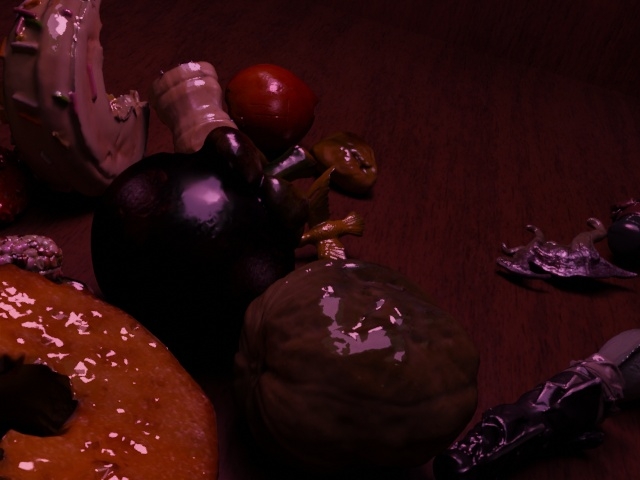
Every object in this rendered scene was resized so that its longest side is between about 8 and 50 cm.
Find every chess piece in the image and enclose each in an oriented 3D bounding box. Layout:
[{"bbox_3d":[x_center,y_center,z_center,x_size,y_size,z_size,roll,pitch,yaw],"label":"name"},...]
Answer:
[{"bbox_3d":[-0.198,-0.167,1.599,0.137,0.137,0.300,-13,71,-42],"label":"chess piece"}]

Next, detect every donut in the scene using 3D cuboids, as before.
[{"bbox_3d":[-0.297,0.199,0.905,0.435,0.163,0.378,37,21,23],"label":"donut"},{"bbox_3d":[-0.415,-0.231,1.499,0.150,0.371,0.307,0,57,9],"label":"donut"}]

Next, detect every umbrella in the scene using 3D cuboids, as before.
[{"bbox_3d":[0.296,0.256,1.203,0.358,0.113,0.106,-17,15,-38],"label":"umbrella"}]

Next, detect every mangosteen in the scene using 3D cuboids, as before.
[{"bbox_3d":[-0.165,-0.005,1.216,0.297,0.313,0.296,18,35,-13],"label":"mangosteen"}]

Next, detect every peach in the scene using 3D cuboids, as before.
[{"bbox_3d":[-0.101,-0.278,1.881,0.198,0.197,0.197,12,28,-7],"label":"peach"}]

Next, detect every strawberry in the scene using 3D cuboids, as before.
[{"bbox_3d":[-0.552,-0.115,1.432,0.190,0.111,0.236,18,27,10],"label":"strawberry"}]

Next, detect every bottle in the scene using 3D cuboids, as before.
[{"bbox_3d":[0.702,-0.035,1.892,0.156,0.143,0.271,35,35,32],"label":"bottle"}]

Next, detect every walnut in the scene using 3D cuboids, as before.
[{"bbox_3d":[0.037,0.157,1.085,0.277,0.282,0.253,-1,72,-19],"label":"walnut"}]

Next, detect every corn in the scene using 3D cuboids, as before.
[{"bbox_3d":[-0.488,0.047,1.206,0.281,0.092,0.092,-7,35,-30],"label":"corn"}]

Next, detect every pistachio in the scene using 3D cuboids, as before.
[{"bbox_3d":[0.042,-0.172,1.846,0.110,0.100,0.189,-2,34,-37],"label":"pistachio"}]

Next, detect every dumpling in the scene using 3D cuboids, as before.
[{"bbox_3d":[0.515,0.189,1.402,0.217,0.149,0.104,-6,74,-48],"label":"dumpling"}]

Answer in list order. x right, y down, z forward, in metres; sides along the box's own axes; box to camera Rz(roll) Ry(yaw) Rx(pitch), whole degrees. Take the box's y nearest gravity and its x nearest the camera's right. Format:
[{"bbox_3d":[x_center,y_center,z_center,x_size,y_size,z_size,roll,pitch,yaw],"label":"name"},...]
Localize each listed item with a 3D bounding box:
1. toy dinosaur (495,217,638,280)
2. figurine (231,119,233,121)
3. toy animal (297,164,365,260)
[{"bbox_3d":[0.469,0.032,1.730,0.294,0.077,0.162,-7,37,-10],"label":"toy dinosaur"},{"bbox_3d":[-0.202,-0.159,1.705,0.178,0.114,0.144,31,32,9],"label":"figurine"},{"bbox_3d":[0.000,0.000,1.546,0.095,0.155,0.219,7,61,-70],"label":"toy animal"}]
